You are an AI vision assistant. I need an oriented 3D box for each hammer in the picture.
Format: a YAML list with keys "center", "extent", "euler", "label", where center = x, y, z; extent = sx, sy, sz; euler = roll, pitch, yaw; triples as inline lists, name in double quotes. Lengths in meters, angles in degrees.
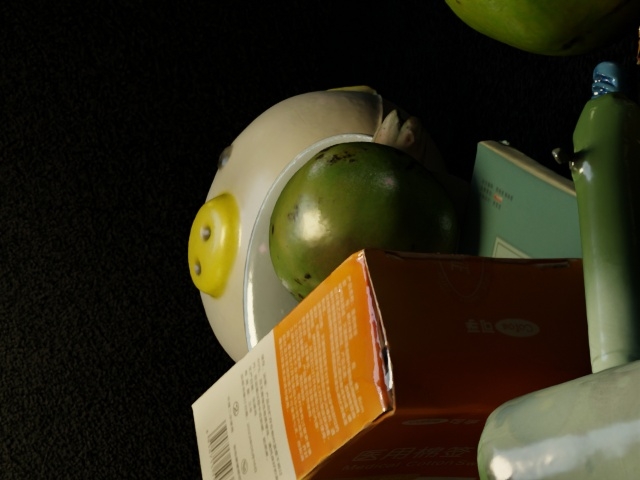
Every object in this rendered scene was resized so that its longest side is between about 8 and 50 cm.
- center: [0.197, 0.041, 1.264]
  extent: [0.206, 0.119, 0.335]
  euler: [-21, 55, 32]
  label: "hammer"

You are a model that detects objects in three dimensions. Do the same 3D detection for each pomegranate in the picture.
- center: [0.169, -0.286, 1.542]
  extent: [0.236, 0.302, 0.236]
  euler: [-27, 41, 27]
  label: "pomegranate"
- center: [0.045, -0.027, 1.759]
  extent: [0.180, 0.180, 0.209]
  euler: [113, 175, -61]
  label: "pomegranate"

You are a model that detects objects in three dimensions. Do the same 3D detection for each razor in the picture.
- center: [0.239, -0.033, 1.649]
  extent: [0.082, 0.042, 0.253]
  euler: [126, 152, -73]
  label: "razor"

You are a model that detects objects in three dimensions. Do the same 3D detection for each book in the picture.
- center: [0.172, 0.126, 1.664]
  extent: [0.264, 0.031, 0.379]
  euler: [37, 121, 57]
  label: "book"

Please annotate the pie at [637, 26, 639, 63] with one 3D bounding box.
- center: [0.282, -0.187, 1.352]
  extent: [0.308, 0.085, 0.308]
  euler: [-171, 90, -83]
  label: "pie"

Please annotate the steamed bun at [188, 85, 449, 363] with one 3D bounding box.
- center: [0.007, 0.002, 2.312]
  extent: [0.334, 0.334, 0.374]
  euler: [-94, 21, -59]
  label: "steamed bun"

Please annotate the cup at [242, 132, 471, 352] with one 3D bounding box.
- center: [0.088, 0.066, 1.953]
  extent: [0.347, 0.163, 0.347]
  euler: [3, 93, 51]
  label: "cup"

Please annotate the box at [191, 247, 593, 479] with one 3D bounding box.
- center: [0.064, 0.138, 1.592]
  extent: [0.341, 0.225, 0.143]
  euler: [-44, 50, 52]
  label: "box"
